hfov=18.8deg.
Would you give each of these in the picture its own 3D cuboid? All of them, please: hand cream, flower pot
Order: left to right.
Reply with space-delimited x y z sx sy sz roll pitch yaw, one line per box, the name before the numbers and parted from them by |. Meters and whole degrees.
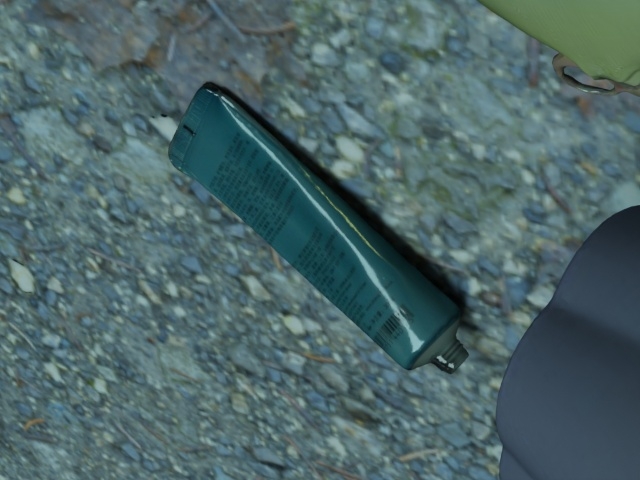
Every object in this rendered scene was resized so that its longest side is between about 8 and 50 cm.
hand cream | 0.000 0.000 1.158 0.224 0.048 0.083 43 143 8
flower pot | 0.223 0.102 0.908 0.243 0.265 0.265 30 142 31

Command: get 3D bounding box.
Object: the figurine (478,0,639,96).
figurine | 0.181 -0.148 0.714 0.227 0.274 0.394 18 168 37
